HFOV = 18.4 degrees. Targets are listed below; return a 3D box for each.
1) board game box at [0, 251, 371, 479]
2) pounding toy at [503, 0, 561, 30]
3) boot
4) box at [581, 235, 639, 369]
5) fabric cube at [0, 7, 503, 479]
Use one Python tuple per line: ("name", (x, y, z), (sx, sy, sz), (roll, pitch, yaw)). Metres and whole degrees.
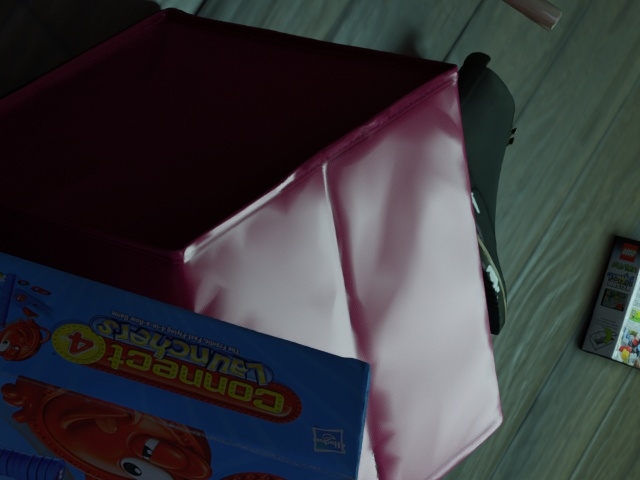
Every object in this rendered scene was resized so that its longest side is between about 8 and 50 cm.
("board game box", (-0.164, 0.154, 1.036), (0.086, 0.302, 0.308), (-80, -171, -52))
("pounding toy", (0.073, -0.233, 1.399), (0.183, 0.110, 0.237), (35, 35, -21))
("boot", (0.128, -0.034, 1.548), (0.137, 0.077, 0.198), (-54, 140, -31))
("box", (0.329, 0.073, 1.893), (0.207, 0.036, 0.114), (19, 88, -52))
("fabric cube", (-0.069, 0.034, 1.220), (0.259, 0.254, 0.258), (-34, 126, -38))
